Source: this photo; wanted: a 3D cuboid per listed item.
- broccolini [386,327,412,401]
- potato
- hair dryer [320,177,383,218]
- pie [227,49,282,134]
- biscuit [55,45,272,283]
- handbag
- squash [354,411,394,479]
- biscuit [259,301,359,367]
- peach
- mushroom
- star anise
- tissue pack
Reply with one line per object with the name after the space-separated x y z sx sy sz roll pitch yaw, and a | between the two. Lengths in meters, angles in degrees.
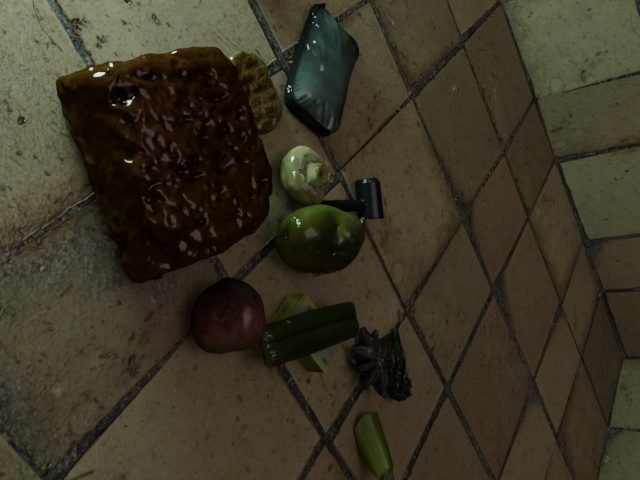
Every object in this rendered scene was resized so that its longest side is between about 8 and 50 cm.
0.220 0.345 1.706 0.091 0.068 0.203 4 79 -29 | broccolini
0.000 0.000 1.437 0.248 0.143 0.170 5 96 -47 | potato
0.067 -0.108 1.618 0.248 0.070 0.114 -4 88 -41 | hair dryer
-0.163 -0.332 1.389 0.195 0.046 0.195 13 72 -49 | pie
-0.264 -0.160 1.152 0.342 0.166 0.395 -32 107 -49 | biscuit
0.010 -0.447 1.595 0.191 0.074 0.333 33 63 -38 | handbag
0.141 0.550 1.574 0.090 0.075 0.200 35 34 -62 | squash
-0.013 0.207 1.384 0.322 0.038 0.099 -8 88 -48 | biscuit
-0.183 0.145 1.223 0.152 0.152 0.152 11 76 -48 | peach
-0.034 -0.152 1.457 0.148 0.112 0.148 -5 96 -50 | mushroom
0.142 0.322 1.619 0.182 0.065 0.195 -1 74 -52 | star anise
-0.032 0.218 1.434 0.176 0.062 0.095 56 49 -28 | tissue pack
